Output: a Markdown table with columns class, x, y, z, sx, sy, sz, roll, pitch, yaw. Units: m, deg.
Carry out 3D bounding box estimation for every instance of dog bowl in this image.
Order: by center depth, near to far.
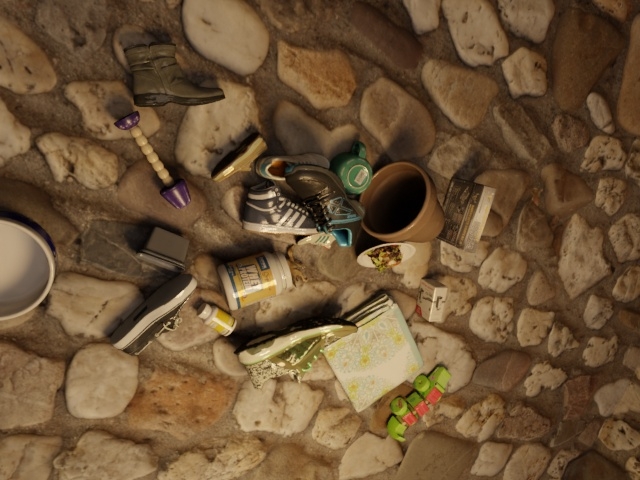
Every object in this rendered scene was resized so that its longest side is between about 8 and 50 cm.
| class | x | y | z | sx | sy | sz | roll | pitch | yaw |
| --- | --- | --- | --- | --- | --- | --- | --- | --- | --- |
| dog bowl | -0.813 | 0.062 | 1.176 | 0.265 | 0.104 | 0.264 | -6 | 108 | -21 |

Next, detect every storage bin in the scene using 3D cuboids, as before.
| class | x | y | z | sx | sy | sz | roll | pitch | yaw |
| --- | --- | --- | --- | --- | --- | --- | --- | --- | --- |
| storage bin | -0.443 | 0.024 | 1.334 | 0.135 | 0.098 | 0.091 | 26 | 67 | -26 |

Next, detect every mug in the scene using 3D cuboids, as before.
| class | x | y | z | sx | sy | sz | roll | pitch | yaw |
| --- | --- | --- | --- | --- | --- | --- | --- | --- | --- |
| mug | 0.096 | -0.220 | 1.471 | 0.129 | 0.097 | 0.157 | -18 | 112 | -17 |

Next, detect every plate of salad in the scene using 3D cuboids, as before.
| class | x | y | z | sx | sy | sz | roll | pitch | yaw |
| --- | --- | --- | --- | --- | --- | --- | --- | --- | --- |
| plate of salad | 0.222 | 0.060 | 1.574 | 0.200 | 0.200 | 0.048 | 4 | 63 | -24 |

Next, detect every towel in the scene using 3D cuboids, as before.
| class | x | y | z | sx | sy | sz | roll | pitch | yaw |
| --- | --- | --- | --- | --- | --- | --- | --- | --- | --- |
| towel | 0.190 | 0.411 | 1.714 | 0.321 | 0.090 | 0.374 | -31 | 115 | -8 |

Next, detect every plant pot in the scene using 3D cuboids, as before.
| class | x | y | z | sx | sy | sz | roll | pitch | yaw |
| --- | --- | --- | --- | --- | --- | --- | --- | --- | --- |
| plant pot | 0.291 | -0.098 | 1.527 | 0.229 | 0.263 | 0.263 | 25 | 96 | -44 |

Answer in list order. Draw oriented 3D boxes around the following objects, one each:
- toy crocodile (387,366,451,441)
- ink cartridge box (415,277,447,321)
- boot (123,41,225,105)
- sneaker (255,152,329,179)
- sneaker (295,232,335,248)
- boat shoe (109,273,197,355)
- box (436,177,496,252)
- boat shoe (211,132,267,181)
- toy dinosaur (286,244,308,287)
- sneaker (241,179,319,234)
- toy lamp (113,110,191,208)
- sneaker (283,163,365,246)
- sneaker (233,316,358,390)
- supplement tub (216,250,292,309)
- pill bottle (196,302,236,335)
| class | x | y | z | sx | sy | sz | roll | pitch | yaw |
| --- | --- | --- | --- | --- | --- | --- | --- | --- | --- |
| toy crocodile | 0.392 | 0.641 | 1.855 | 0.340 | 0.105 | 0.115 | -43 | 117 | -6 |
| ink cartridge box | 0.409 | 0.218 | 1.736 | 0.056 | 0.099 | 0.135 | 1 | 104 | -22 |
| boot | -0.375 | -0.436 | 1.223 | 0.247 | 0.083 | 0.161 | -8 | 103 | -22 |
| sneaker | -0.073 | -0.215 | 1.406 | 0.229 | 0.092 | 0.087 | -9 | 107 | -21 |
| sneaker | 0.000 | 0.000 | 1.522 | 0.161 | 0.057 | 0.075 | -21 | 107 | -19 |
| boat shoe | -0.463 | 0.224 | 1.369 | 0.306 | 0.113 | 0.105 | -43 | 123 | -2 |
| box | 0.495 | -0.092 | 1.630 | 0.056 | 0.183 | 0.231 | 10 | 101 | -25 |
| boat shoe | -0.228 | -0.225 | 1.357 | 0.190 | 0.068 | 0.072 | -42 | 128 | -6 |
| toy dinosaur | -0.083 | 0.101 | 1.480 | 0.053 | 0.183 | 0.092 | -27 | 134 | 18 |
| sneaker | -0.094 | -0.102 | 1.429 | 0.282 | 0.099 | 0.153 | 0 | 107 | -20 |
| toy lamp | -0.442 | -0.209 | 1.262 | 0.080 | 0.080 | 0.274 | -34 | 117 | -10 |
| sneaker | 0.019 | -0.101 | 1.364 | 0.341 | 0.125 | 0.139 | 35 | 59 | -41 |
| sneaker | -0.066 | 0.370 | 1.541 | 0.410 | 0.158 | 0.182 | -15 | 96 | -10 |
| supplement tub | -0.200 | 0.116 | 1.425 | 0.200 | 0.144 | 0.144 | -18 | 112 | -17 |
| pill bottle | -0.324 | 0.243 | 1.457 | 0.116 | 0.065 | 0.065 | 41 | 88 | -28 |
